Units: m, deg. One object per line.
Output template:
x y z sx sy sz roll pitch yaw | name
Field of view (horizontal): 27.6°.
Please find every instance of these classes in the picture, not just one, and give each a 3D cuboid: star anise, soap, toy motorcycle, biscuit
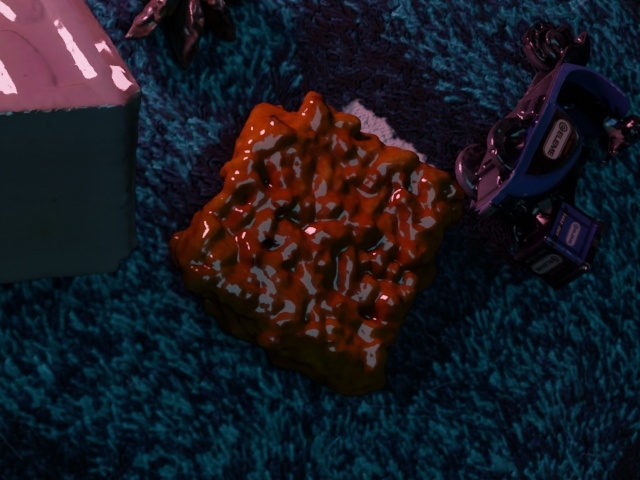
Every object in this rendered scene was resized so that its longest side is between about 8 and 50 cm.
-0.178 -0.326 1.573 0.231 0.089 0.209 28 65 -26 | star anise
-0.432 -0.128 1.291 0.435 0.213 0.350 -9 47 -24 | soap
0.311 -0.126 1.690 0.213 0.125 0.358 34 58 -10 | toy motorcycle
0.000 0.000 1.575 0.318 0.110 0.312 31 74 -14 | biscuit
